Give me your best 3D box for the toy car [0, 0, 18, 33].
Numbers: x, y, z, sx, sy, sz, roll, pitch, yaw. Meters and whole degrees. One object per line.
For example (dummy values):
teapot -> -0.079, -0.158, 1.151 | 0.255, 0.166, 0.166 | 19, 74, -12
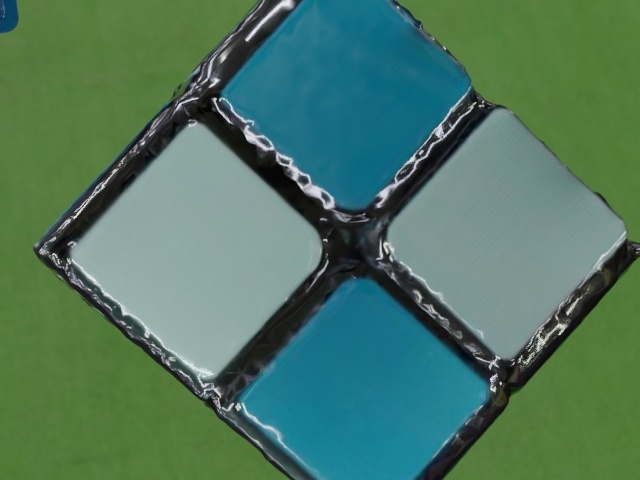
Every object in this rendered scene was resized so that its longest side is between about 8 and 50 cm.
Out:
toy car -> -0.198, -0.147, 0.838 | 0.097, 0.100, 0.191 | -12, 16, -17

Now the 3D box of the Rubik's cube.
Rubik's cube -> 0.000, 0.001, 0.708 | 0.183, 0.180, 0.167 | 41, 86, -9
